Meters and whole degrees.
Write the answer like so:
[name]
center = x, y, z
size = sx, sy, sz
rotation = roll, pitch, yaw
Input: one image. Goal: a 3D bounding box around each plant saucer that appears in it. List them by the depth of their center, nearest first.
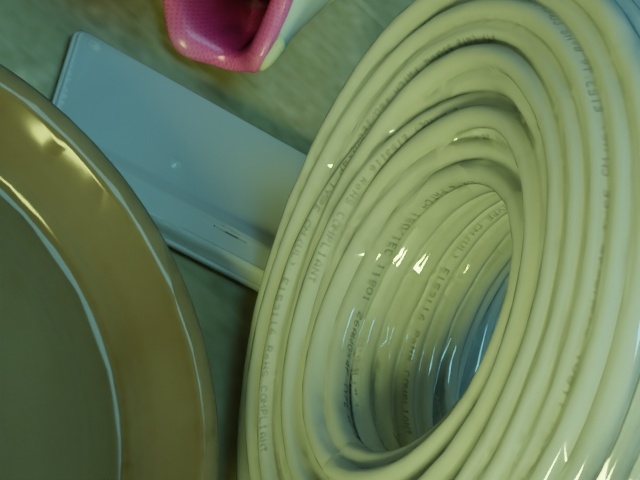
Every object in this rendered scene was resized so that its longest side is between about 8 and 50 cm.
[plant saucer]
center = -0.158, 0.049, 0.601
size = 0.278, 0.041, 0.278
rotation = 18, 58, -31

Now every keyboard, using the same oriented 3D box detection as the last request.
[keyboard]
center = 0.000, 0.000, 0.772
size = 0.256, 0.014, 0.072
rotation = 28, 48, -24

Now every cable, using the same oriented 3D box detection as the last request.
[cable]
center = 0.061, 0.031, 0.633
size = 0.089, 0.257, 0.257
rotation = 20, 23, -25

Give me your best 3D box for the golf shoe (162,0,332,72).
[golf shoe]
center = -0.050, -0.188, 0.692
size = 0.140, 0.115, 0.306
rotation = -62, 143, -25
